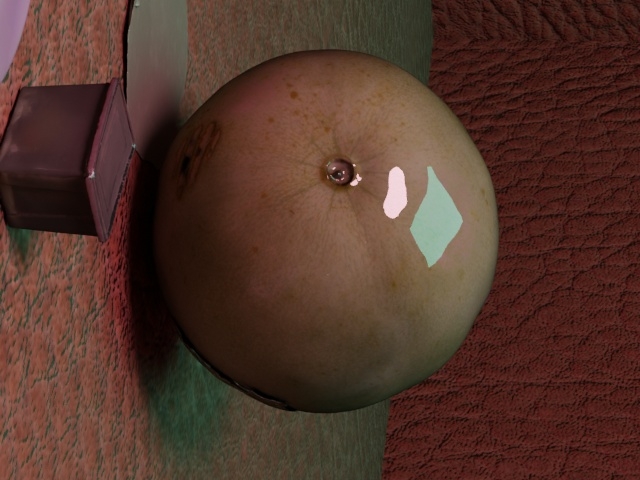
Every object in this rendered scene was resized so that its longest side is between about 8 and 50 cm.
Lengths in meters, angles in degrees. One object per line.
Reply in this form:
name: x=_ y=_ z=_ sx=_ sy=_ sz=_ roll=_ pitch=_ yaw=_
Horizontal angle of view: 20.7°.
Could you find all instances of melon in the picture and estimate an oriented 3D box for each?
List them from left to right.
melon: x=0.000 y=0.000 z=1.333 sx=0.330 sy=0.269 sz=0.268 roll=112 pitch=-17 yaw=-74

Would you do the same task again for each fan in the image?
fan: x=-0.118 y=-0.210 z=1.334 sx=0.182 sy=0.010 sz=0.310 roll=40 pitch=55 yaw=-80

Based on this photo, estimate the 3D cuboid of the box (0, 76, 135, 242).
box: x=-0.148 y=-0.047 z=1.010 sx=0.060 sy=0.063 sz=0.084 roll=85 pitch=10 yaw=-48

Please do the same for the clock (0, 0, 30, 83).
clock: x=-0.176 y=-0.213 z=0.659 sx=0.338 sy=0.102 sz=0.338 roll=2 pitch=90 yaw=-82
